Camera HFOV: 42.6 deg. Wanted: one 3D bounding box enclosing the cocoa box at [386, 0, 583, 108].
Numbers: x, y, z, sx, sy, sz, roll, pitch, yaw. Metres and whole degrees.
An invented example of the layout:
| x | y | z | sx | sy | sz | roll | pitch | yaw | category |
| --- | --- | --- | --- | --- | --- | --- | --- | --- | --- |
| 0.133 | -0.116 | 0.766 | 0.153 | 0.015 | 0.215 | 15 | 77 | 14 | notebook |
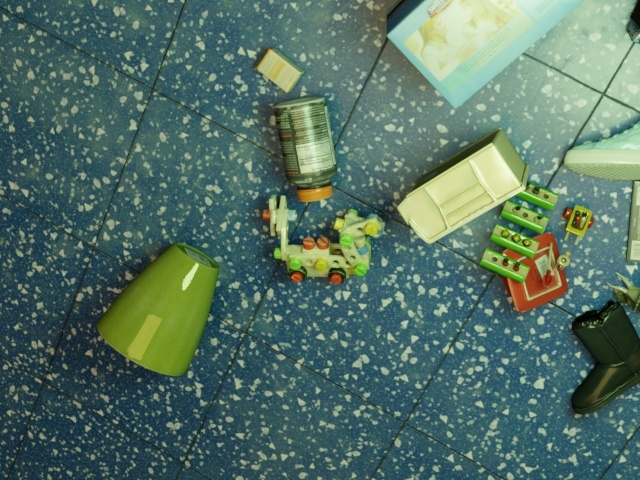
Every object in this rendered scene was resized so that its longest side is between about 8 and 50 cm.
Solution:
| x | y | z | sx | sy | sz | roll | pitch | yaw | category |
| --- | --- | --- | --- | --- | --- | --- | --- | --- | --- |
| 0.337 | -0.499 | 1.745 | 0.347 | 0.228 | 0.231 | -40 | 109 | 23 | cocoa box |

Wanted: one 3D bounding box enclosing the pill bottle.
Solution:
| x | y | z | sx | sy | sz | roll | pitch | yaw | category |
| --- | --- | --- | --- | --- | --- | --- | --- | --- | --- |
| -0.032 | -0.221 | 2.016 | 0.131 | 0.130 | 0.245 | -5 | 105 | 17 | pill bottle |

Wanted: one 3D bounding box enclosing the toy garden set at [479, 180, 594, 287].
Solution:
| x | y | z | sx | sy | sz | roll | pitch | yaw | category |
| --- | --- | --- | --- | --- | --- | --- | --- | --- | --- |
| 0.506 | -0.013 | 1.889 | 0.204 | 0.049 | 0.244 | 24 | 70 | 6 | toy garden set |

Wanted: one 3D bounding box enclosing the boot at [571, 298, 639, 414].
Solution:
| x | y | z | sx | sy | sz | roll | pitch | yaw | category |
| --- | --- | --- | --- | --- | --- | --- | --- | --- | --- |
| 0.667 | 0.280 | 1.989 | 0.246 | 0.094 | 0.207 | -37 | 97 | 17 | boot |

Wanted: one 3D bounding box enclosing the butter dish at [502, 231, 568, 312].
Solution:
| x | y | z | sx | sy | sz | roll | pitch | yaw | category |
| --- | --- | --- | --- | --- | --- | --- | --- | --- | --- |
| 0.491 | 0.075 | 1.972 | 0.160 | 0.118 | 0.160 | -20 | 97 | -20 | butter dish |

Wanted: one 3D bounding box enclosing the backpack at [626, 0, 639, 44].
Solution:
| x | y | z | sx | sy | sz | roll | pitch | yaw | category |
| --- | --- | --- | --- | --- | --- | --- | --- | --- | --- |
| 0.748 | -0.449 | 1.716 | 0.173 | 0.158 | 0.116 | 20 | 120 | -3 | backpack |

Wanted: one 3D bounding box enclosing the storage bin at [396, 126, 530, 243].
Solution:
| x | y | z | sx | sy | sz | roll | pitch | yaw | category |
| --- | --- | --- | --- | --- | --- | --- | --- | --- | --- |
| 0.327 | -0.127 | 1.871 | 0.260 | 0.262 | 0.123 | -32 | 95 | 22 | storage bin |

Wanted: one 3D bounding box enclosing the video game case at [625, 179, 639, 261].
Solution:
| x | y | z | sx | sy | sz | roll | pitch | yaw | category |
| --- | --- | --- | --- | --- | --- | --- | --- | --- | --- |
| 0.852 | -0.038 | 1.877 | 0.274 | 0.026 | 0.196 | 3 | 107 | 14 | video game case |

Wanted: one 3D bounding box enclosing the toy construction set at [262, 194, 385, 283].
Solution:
| x | y | z | sx | sy | sz | roll | pitch | yaw | category |
| --- | --- | --- | --- | --- | --- | --- | --- | --- | --- |
| 0.000 | 0.000 | 2.065 | 0.328 | 0.151 | 0.215 | 13 | 134 | 20 | toy construction set |

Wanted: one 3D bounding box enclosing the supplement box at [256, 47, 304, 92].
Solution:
| x | y | z | sx | sy | sz | roll | pitch | yaw | category |
| --- | --- | --- | --- | --- | --- | --- | --- | --- | --- |
| -0.099 | -0.420 | 2.024 | 0.098 | 0.036 | 0.062 | 39 | 113 | 2 | supplement box |

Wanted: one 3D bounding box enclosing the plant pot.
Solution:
| x | y | z | sx | sy | sz | roll | pitch | yaw | category |
| --- | --- | --- | --- | --- | --- | --- | --- | --- | --- |
| -0.402 | 0.162 | 2.194 | 0.275 | 0.275 | 0.293 | 32 | 96 | 5 | plant pot |

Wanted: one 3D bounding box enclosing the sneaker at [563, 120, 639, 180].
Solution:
| x | y | z | sx | sy | sz | roll | pitch | yaw | category |
| --- | --- | --- | --- | --- | --- | --- | --- | --- | --- |
| 0.730 | -0.222 | 1.821 | 0.366 | 0.135 | 0.150 | -1 | 75 | 22 | sneaker |

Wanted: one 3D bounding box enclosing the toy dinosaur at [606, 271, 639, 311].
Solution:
| x | y | z | sx | sy | sz | roll | pitch | yaw | category |
| --- | --- | --- | --- | --- | --- | --- | --- | --- | --- |
| 0.840 | 0.138 | 1.885 | 0.314 | 0.121 | 0.160 | -16 | 114 | 24 | toy dinosaur |
